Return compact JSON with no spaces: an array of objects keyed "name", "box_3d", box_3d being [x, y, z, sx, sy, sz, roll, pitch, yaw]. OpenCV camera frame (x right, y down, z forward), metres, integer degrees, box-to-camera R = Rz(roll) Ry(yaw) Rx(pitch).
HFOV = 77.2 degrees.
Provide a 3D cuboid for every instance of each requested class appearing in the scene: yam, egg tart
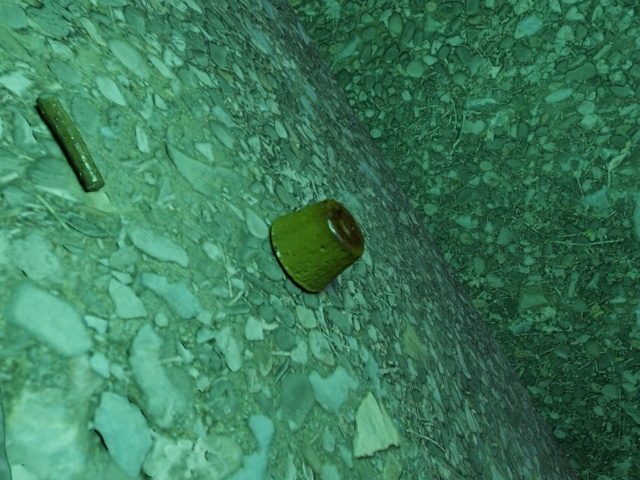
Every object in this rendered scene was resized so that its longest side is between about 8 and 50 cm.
[{"name":"yam","box_3d":[-0.348,-0.137,0.561,0.145,0.032,0.032,60,25,1]},{"name":"egg tart","box_3d":[0.000,0.000,0.908,0.203,0.147,0.202,39,32,-32]}]

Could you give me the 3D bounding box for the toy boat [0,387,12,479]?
[{"name":"toy boat","box_3d":[-0.303,0.143,0.189,0.294,0.111,0.275,32,58,-54]}]
